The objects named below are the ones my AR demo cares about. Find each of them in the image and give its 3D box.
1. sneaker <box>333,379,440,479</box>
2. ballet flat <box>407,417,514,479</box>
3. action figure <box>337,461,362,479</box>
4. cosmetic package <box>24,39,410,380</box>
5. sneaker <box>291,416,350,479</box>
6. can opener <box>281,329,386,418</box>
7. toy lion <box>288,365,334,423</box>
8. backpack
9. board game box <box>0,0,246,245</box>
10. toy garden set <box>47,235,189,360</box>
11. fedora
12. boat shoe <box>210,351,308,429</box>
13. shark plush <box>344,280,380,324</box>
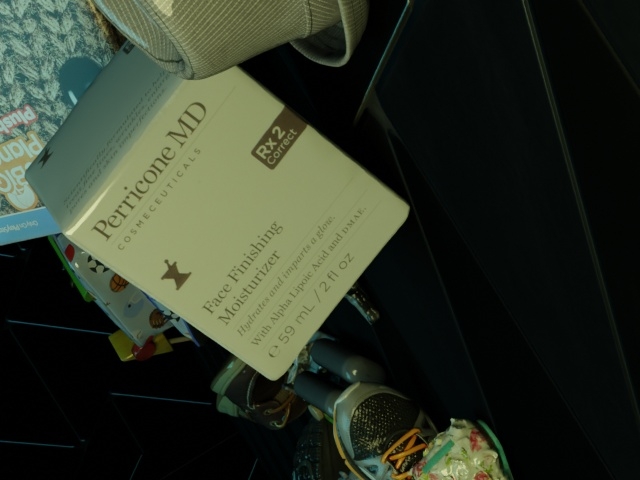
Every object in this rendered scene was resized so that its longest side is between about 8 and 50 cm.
[{"bbox_3d":[0.092,0.208,1.320,0.215,0.084,0.083,51,170,-10],"label":"sneaker"},{"bbox_3d":[0.130,0.238,1.206,0.091,0.077,0.241,43,162,58],"label":"ballet flat"},{"bbox_3d":[0.104,0.311,1.537,0.285,0.099,0.185,65,177,-10],"label":"action figure"},{"bbox_3d":[-0.072,-0.034,1.022,0.183,0.151,0.151,37,-178,-27],"label":"cosmetic package"},{"bbox_3d":[0.042,0.351,1.934,0.109,0.130,0.286,171,91,-72],"label":"sneaker"},{"bbox_3d":[0.020,0.140,1.556,0.093,0.074,0.280,26,176,-8],"label":"can opener"},{"bbox_3d":[0.006,0.185,1.844,0.096,0.034,0.100,30,151,56],"label":"toy lion"},{"bbox_3d":[-0.192,-0.031,1.708,0.276,0.213,0.263,66,180,-49],"label":"backpack"},{"bbox_3d":[-0.220,-0.165,1.226,0.291,0.232,0.141,63,-145,-24],"label":"board game box"},{"bbox_3d":[-0.186,0.062,1.857,0.204,0.244,0.049,53,132,33],"label":"toy garden set"},{"bbox_3d":[-0.089,-0.199,0.845,0.275,0.124,0.243,61,170,-11],"label":"fedora"},{"bbox_3d":[-0.068,0.190,2.058,0.123,0.123,0.342,28,160,5],"label":"boat shoe"},{"bbox_3d":[0.000,0.000,1.316,0.161,0.073,0.067,37,-174,10],"label":"shark plush"}]
